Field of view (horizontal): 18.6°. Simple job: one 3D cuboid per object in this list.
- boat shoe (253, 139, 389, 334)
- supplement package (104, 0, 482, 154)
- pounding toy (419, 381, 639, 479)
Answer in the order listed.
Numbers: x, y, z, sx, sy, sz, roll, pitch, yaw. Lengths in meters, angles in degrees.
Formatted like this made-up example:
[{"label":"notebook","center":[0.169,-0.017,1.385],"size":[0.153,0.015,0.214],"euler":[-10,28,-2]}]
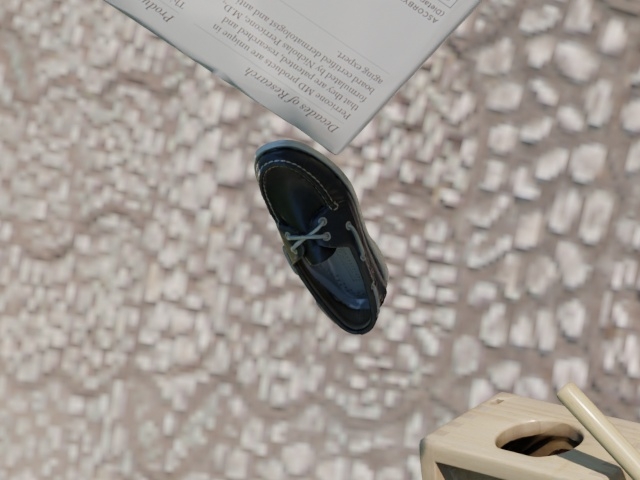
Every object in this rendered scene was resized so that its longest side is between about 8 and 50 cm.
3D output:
[{"label":"boat shoe","center":[0.000,0.000,1.026],"size":[0.046,0.125,0.038],"euler":[-11,43,19]},{"label":"supplement package","center":[-0.055,-0.199,0.802],"size":[0.145,0.262,0.204],"euler":[-46,26,25]},{"label":"pounding toy","center":[0.166,0.150,1.114],"size":[0.206,0.094,0.181],"euler":[10,114,41]}]
